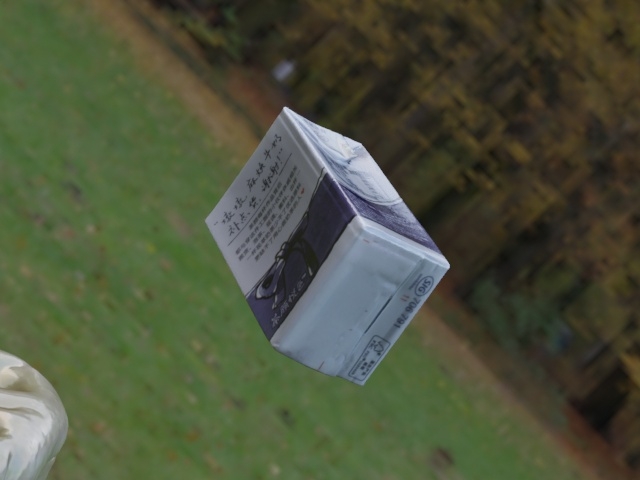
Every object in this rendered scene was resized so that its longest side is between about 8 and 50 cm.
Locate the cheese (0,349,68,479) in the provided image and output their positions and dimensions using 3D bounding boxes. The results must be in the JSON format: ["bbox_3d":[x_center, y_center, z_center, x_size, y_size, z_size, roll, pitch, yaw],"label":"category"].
[{"bbox_3d":[-0.258,0.113,1.116,0.218,0.117,0.235,20,14,-30],"label":"cheese"}]

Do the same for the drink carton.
[{"bbox_3d":[-0.001,0.001,1.598,0.102,0.134,0.222,22,20,-32],"label":"drink carton"}]
